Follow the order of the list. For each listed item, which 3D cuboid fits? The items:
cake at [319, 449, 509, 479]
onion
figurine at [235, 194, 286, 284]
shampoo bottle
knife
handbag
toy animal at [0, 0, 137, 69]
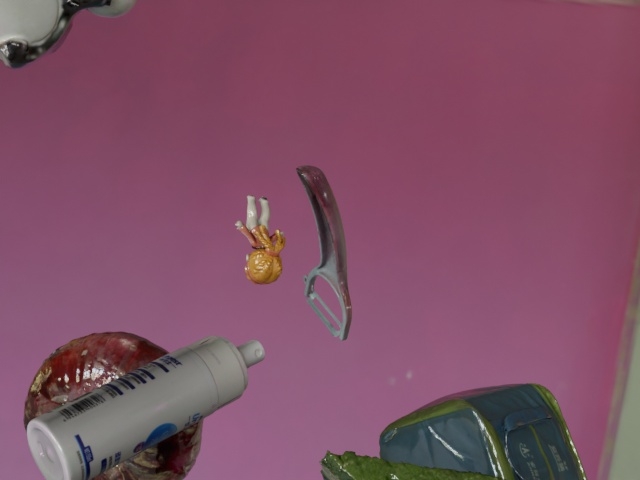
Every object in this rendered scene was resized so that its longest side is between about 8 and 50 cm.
[{"bbox_3d":[0.120,0.356,1.342,0.284,0.172,0.158,12,-35,6],"label":"cake"},{"bbox_3d":[-0.269,0.238,1.547,0.246,0.246,0.190,11,10,21],"label":"onion"},{"bbox_3d":[-0.065,-0.004,1.292,0.064,0.109,0.047,13,-34,-31],"label":"figurine"},{"bbox_3d":[-0.190,0.188,1.380,0.303,0.092,0.092,-24,20,-36],"label":"shampoo bottle"},{"bbox_3d":[0.002,-0.001,1.558,0.053,0.278,0.123,-28,47,-21],"label":"knife"},{"bbox_3d":[0.241,0.341,1.673,0.222,0.263,0.241,-31,-15,35],"label":"handbag"},{"bbox_3d":[-0.376,-0.413,1.651,0.251,0.310,0.251,52,-10,12],"label":"toy animal"}]
